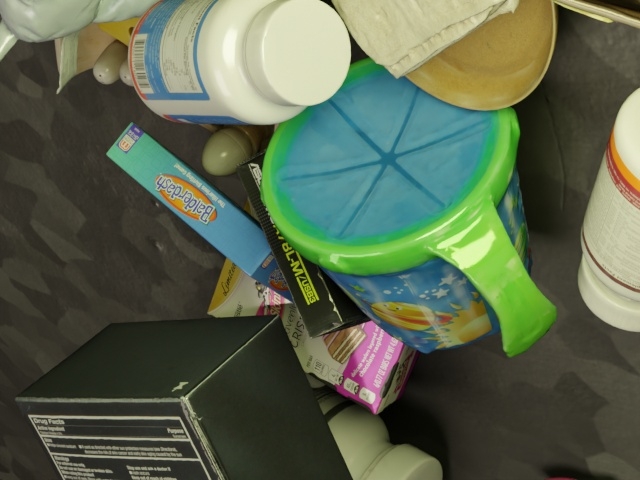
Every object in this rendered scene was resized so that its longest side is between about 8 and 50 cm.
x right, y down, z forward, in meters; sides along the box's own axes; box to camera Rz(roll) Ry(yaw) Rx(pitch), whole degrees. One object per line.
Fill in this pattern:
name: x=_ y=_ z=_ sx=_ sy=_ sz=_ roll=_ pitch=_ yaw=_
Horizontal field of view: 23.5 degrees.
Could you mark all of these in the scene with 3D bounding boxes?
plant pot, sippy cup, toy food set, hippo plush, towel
plant pot: x=0.108 y=-0.219 z=1.279 sx=0.236 sy=0.032 sz=0.236 roll=33 pitch=142 yaw=30
sippy cup: x=0.092 y=-0.019 z=1.426 sx=0.240 sy=0.306 sz=0.224 roll=-12 pitch=140 yaw=17
toy food set: x=-0.157 y=-0.175 z=1.615 sx=0.306 sy=0.092 sz=0.220 roll=31 pitch=149 yaw=16
hippo plush: x=-0.237 y=-0.322 z=1.460 sx=0.294 sy=0.234 sz=0.237 roll=-52 pitch=56 yaw=46
towel: x=0.038 y=-0.277 z=1.239 sx=0.282 sy=0.049 sz=0.187 roll=57 pitch=147 yaw=-4

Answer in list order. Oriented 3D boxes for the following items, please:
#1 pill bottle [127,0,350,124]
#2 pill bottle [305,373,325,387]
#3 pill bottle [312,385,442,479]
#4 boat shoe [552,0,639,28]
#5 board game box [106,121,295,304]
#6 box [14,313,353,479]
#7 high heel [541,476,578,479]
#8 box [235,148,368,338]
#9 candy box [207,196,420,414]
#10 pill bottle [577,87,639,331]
pill bottle: x=-0.071 y=-0.165 z=1.374 sx=0.221 sy=0.124 sz=0.124 roll=8 pitch=138 yaw=55
pill bottle: x=-0.018 y=0.112 z=1.822 sx=0.180 sy=0.108 sz=0.108 roll=25 pitch=147 yaw=27
pill bottle: x=-0.043 y=0.277 z=1.966 sx=0.363 sy=0.210 sz=0.210 roll=25 pitch=147 yaw=26
boat shoe: x=0.291 y=-0.182 z=1.084 sx=0.324 sy=0.097 sz=0.117 roll=23 pitch=145 yaw=28
board game box: x=-0.109 y=-0.026 z=1.601 sx=0.210 sy=0.047 sz=0.160 roll=40 pitch=180 yaw=21
box: x=-0.139 y=0.251 z=1.740 sx=0.296 sy=0.183 sz=0.294 roll=-5 pitch=117 yaw=42
high heel: x=0.312 y=0.391 z=1.780 sx=0.117 sy=0.082 sz=0.244 roll=-9 pitch=104 yaw=44
box: x=0.000 y=0.000 z=1.537 sx=0.045 sy=0.190 sz=0.184 roll=-28 pitch=82 yaw=18
candy box: x=0.005 y=0.062 z=1.696 sx=0.233 sy=0.071 sz=0.159 roll=29 pitch=115 yaw=20
pill bottle: x=0.284 y=-0.023 z=1.280 sx=0.121 sy=0.121 sz=0.221 roll=31 pitch=149 yaw=17
